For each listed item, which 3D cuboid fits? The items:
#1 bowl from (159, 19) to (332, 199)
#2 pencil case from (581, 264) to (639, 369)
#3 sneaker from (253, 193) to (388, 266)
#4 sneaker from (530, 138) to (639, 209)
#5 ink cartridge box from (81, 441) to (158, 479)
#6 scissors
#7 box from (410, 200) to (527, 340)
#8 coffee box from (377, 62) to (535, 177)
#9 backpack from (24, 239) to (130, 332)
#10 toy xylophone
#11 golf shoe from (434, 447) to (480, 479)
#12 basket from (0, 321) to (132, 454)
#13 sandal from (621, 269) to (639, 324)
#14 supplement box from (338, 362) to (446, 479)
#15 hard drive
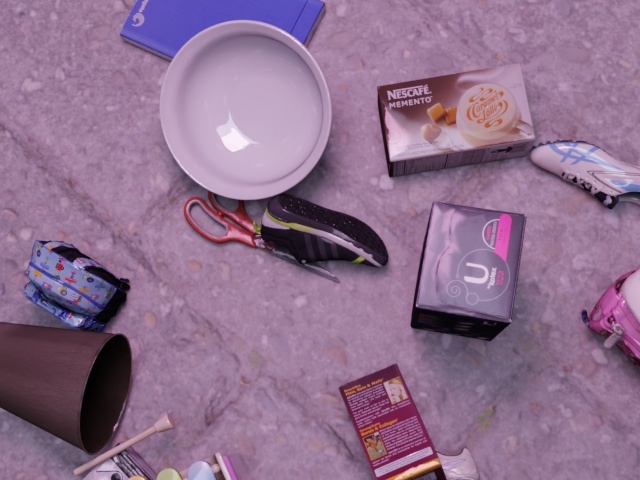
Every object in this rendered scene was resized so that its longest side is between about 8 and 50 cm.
[{"bbox_3d":[-0.112,-0.224,1.532,0.298,0.134,0.298,3,103,13],"label":"bowl"},{"bbox_3d":[0.593,0.212,1.403,0.167,0.160,0.386,-41,79,-6],"label":"pencil case"},{"bbox_3d":[0.000,0.000,1.531,0.234,0.084,0.097,24,120,-9],"label":"sneaker"},{"bbox_3d":[0.467,-0.106,1.515,0.237,0.085,0.086,19,75,9],"label":"sneaker"},{"bbox_3d":[-0.290,0.438,1.474,0.207,0.046,0.097,44,86,11],"label":"ink cartridge box"},{"bbox_3d":[-0.108,0.009,1.566,0.297,0.021,0.109,42,78,9],"label":"scissors"},{"bbox_3d":[0.224,0.056,1.403,0.143,0.270,0.165,9,79,6],"label":"box"},{"bbox_3d":[0.228,-0.205,1.545,0.246,0.098,0.141,-8,78,2],"label":"coffee box"},{"bbox_3d":[-0.418,0.072,1.494,0.158,0.173,0.117,31,82,9],"label":"backpack"},{"bbox_3d":[-0.278,0.421,1.410,0.322,0.081,0.236,-34,78,-1],"label":"toy xylophone"},{"bbox_3d":[0.168,0.380,1.456,0.176,0.069,0.086,-5,55,2],"label":"golf shoe"},{"bbox_3d":[-0.448,0.224,1.472,0.227,0.154,0.204,13,102,16],"label":"basket"},{"bbox_3d":[0.610,0.084,1.336,0.416,0.102,0.169,-6,57,-41],"label":"sandal"},{"bbox_3d":[0.113,0.305,1.423,0.104,0.081,0.188,-23,54,0],"label":"supplement box"},{"bbox_3d":[-0.178,-0.401,1.644,0.318,0.040,0.210,25,81,8],"label":"hard drive"}]
